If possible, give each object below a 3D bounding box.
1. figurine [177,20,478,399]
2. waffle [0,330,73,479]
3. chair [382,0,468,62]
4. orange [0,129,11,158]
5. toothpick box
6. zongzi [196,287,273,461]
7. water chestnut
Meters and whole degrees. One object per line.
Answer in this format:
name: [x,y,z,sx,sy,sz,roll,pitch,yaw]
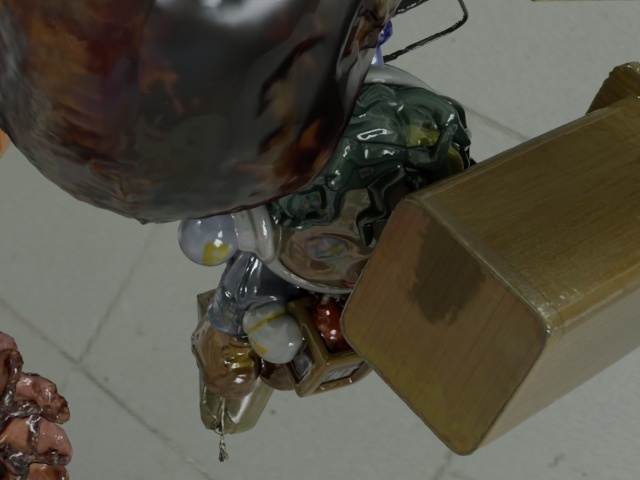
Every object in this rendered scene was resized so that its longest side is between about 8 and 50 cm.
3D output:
figurine: [-0.002,0.002,1.119,0.186,0.261,0.382,53,139,26]
waffle: [-0.268,0.144,0.869,0.221,0.234,0.055,-30,42,-6]
chair: [0.082,-0.315,1.553,0.145,0.221,0.140,-28,77,-4]
orange: [-0.333,-0.122,1.119,0.193,0.161,0.193,19,116,44]
toothpick box: [0.183,0.016,1.030,0.190,0.308,0.187,46,134,21]
zongzi: [-0.042,0.136,1.444,0.178,0.081,0.189,-4,79,11]
water chestnut: [-0.095,-0.191,0.819,0.302,0.350,0.350,20,86,3]
